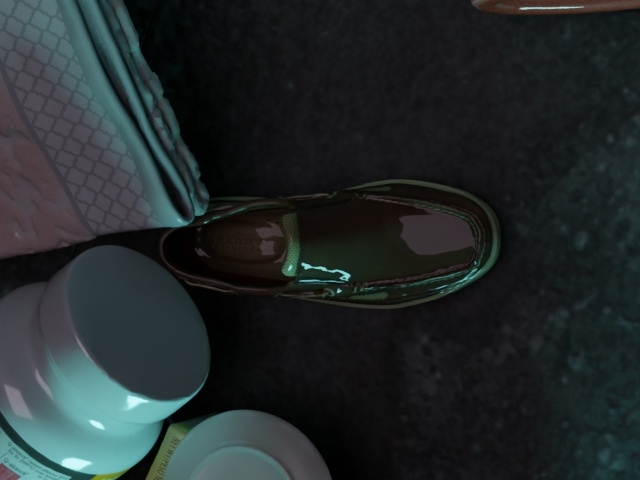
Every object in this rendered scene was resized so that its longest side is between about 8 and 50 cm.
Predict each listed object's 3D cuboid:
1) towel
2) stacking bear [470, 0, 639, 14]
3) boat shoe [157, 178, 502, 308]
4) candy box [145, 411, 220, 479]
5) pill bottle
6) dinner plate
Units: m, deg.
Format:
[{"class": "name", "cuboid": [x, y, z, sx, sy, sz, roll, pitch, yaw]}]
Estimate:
[{"class": "towel", "cuboid": [-0.271, -0.132, 1.444, 0.317, 0.053, 0.332, -8, 117, 34]}, {"class": "stacking bear", "cuboid": [0.178, -0.308, 1.301, 0.164, 0.175, 0.289, 0, 86, 10]}, {"class": "boat shoe", "cuboid": [0.000, 0.008, 1.432, 0.257, 0.095, 0.095, -5, 92, 24]}, {"class": "candy box", "cuboid": [-0.007, 0.286, 1.461, 0.316, 0.087, 0.183, 30, 104, 20]}, {"class": "pill bottle", "cuboid": [-0.218, 0.129, 1.475, 0.278, 0.162, 0.162, -38, 79, 35]}, {"class": "dinner plate", "cuboid": [-0.056, 0.194, 1.423, 0.141, 0.017, 0.141, 1, 91, 22]}]
